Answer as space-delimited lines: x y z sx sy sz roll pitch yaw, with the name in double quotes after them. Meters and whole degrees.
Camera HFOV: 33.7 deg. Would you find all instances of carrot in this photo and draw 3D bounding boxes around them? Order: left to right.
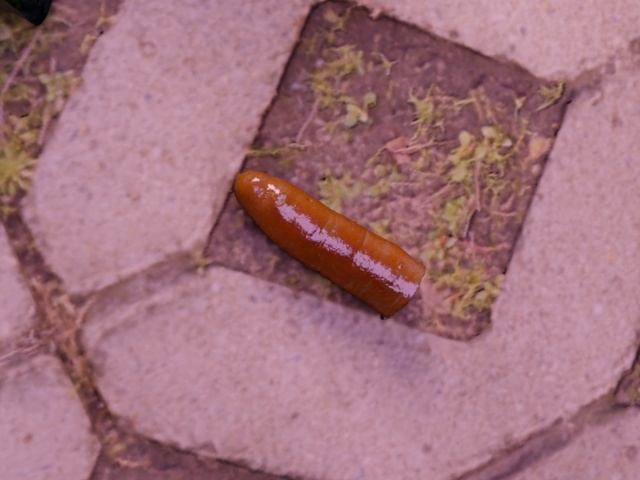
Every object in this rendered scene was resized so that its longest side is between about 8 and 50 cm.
0.000 0.000 0.697 0.139 0.048 0.048 32 76 -9 "carrot"

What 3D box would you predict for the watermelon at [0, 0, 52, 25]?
-0.236 -0.244 0.616 0.202 0.136 0.207 10 66 -21 "watermelon"
